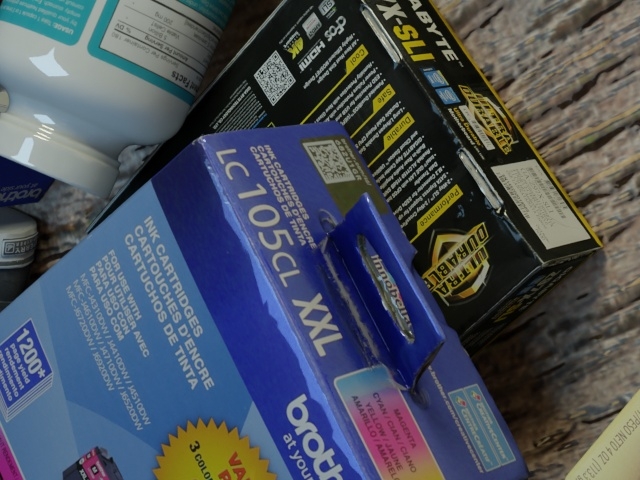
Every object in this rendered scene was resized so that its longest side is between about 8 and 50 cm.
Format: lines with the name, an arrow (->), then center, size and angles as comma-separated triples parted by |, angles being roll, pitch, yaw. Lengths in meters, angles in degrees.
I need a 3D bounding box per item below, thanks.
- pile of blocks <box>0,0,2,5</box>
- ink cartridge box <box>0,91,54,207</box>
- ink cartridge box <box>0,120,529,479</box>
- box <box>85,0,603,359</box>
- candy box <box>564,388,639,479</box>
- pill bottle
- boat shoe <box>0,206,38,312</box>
pile of blocks -> -0.261, -0.243, 1.356 | 0.362, 0.113, 0.148 | -20, 60, 39
ink cartridge box -> -0.285, -0.065, 1.326 | 0.046, 0.207, 0.097 | 54, 126, 20
ink cartridge box -> -0.054, 0.106, 1.104 | 0.395, 0.151, 0.270 | -38, 73, 35
box -> 0.000, 0.000, 1.186 | 0.322, 0.079, 0.257 | -46, 70, 35
candy box -> 0.297, 0.089, 0.944 | 0.183, 0.088, 0.316 | 49, 123, 24
pill bottle -> -0.135, -0.165, 1.174 | 0.146, 0.146, 0.264 | 23, 88, 35
boat shoe -> -0.365, -0.007, 1.476 | 0.301, 0.108, 0.102 | 20, 108, 29
